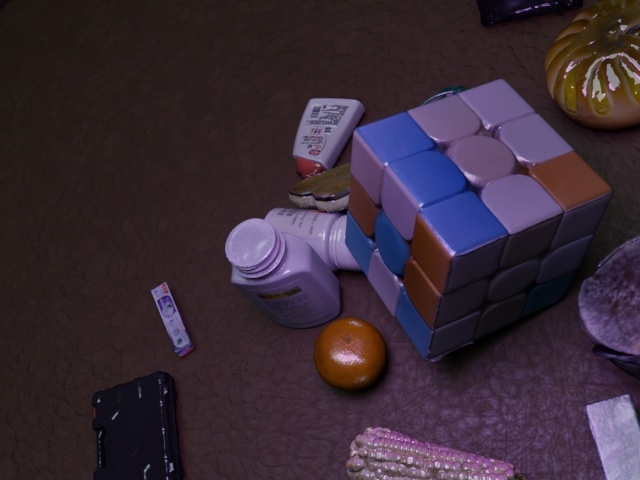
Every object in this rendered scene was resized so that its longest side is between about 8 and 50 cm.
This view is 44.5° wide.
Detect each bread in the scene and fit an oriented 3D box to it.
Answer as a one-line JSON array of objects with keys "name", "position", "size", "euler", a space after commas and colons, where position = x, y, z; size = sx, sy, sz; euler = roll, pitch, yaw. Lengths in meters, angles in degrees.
[{"name": "bread", "position": [0.077, -0.126, 1.781], "size": [0.287, 0.056, 0.207], "euler": [-21, 26, -13]}, {"name": "bread", "position": [0.637, -0.399, 1.694], "size": [0.333, 0.160, 0.333], "euler": [-12, 59, 20]}]

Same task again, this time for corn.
[{"name": "corn", "position": [0.211, 0.440, 1.468], "size": [0.335, 0.126, 0.126], "euler": [9, 68, 24]}]

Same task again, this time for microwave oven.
[{"name": "microwave oven", "position": [0.490, -0.642, 1.876], "size": [0.247, 0.178, 0.188], "euler": [-7, 61, 21]}]

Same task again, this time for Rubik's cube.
[{"name": "Rubik's cube", "position": [0.275, -0.041, 1.490], "size": [0.347, 0.346, 0.344], "euler": [-21, 55, -19]}]

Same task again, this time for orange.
[{"name": "orange", "position": [0.062, 0.239, 1.633], "size": [0.156, 0.124, 0.156], "euler": [-3, 54, 5]}]

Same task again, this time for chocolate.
[{"name": "chocolate", "position": [0.632, 0.147, 1.374], "size": [0.303, 0.213, 0.303], "euler": [-31, 30, 21]}]

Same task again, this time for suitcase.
[{"name": "suitcase", "position": [-0.416, 0.452, 1.764], "size": [0.206, 0.066, 0.285], "euler": [-20, 57, 13]}]

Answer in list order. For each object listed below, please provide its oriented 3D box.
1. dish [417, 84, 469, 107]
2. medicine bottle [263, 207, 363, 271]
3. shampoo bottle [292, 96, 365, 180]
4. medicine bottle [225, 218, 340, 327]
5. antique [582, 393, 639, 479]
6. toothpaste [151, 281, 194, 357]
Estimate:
[{"name": "dish", "position": [0.319, -0.245, 1.801], "size": [0.246, 0.078, 0.224], "euler": [6, 67, 27]}, {"name": "medicine bottle", "position": [0.000, 0.000, 1.775], "size": [0.252, 0.144, 0.144], "euler": [6, 67, 29]}, {"name": "shampoo bottle", "position": [0.001, -0.222, 1.938], "size": [0.153, 0.071, 0.284], "euler": [9, 70, 25]}, {"name": "medicine bottle", "position": [-0.082, 0.076, 1.659], "size": [0.179, 0.324, 0.124], "euler": [-9, 61, 20]}, {"name": "antique", "position": [0.532, 0.375, 1.372], "size": [0.086, 0.088, 0.183], "euler": [-18, 58, 16]}, {"name": "toothpaste", "position": [-0.356, 0.190, 1.893], "size": [0.047, 0.040, 0.196], "euler": [-31, 56, 1]}]
